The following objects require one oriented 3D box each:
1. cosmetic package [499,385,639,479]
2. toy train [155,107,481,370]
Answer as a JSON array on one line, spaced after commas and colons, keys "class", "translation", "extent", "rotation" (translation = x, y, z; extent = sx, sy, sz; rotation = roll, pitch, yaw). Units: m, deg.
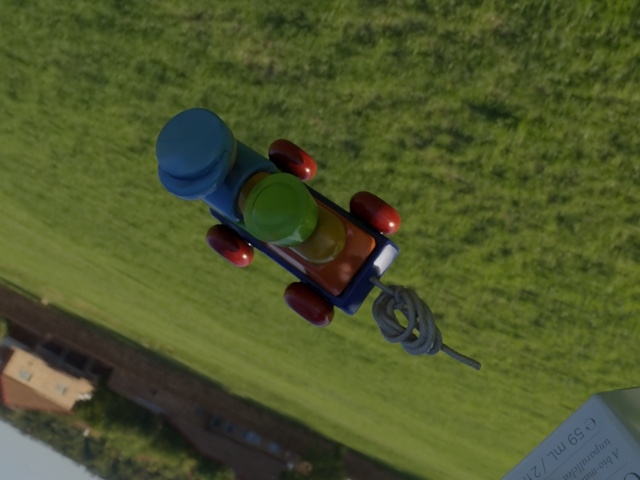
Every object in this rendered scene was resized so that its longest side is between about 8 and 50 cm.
[{"class": "cosmetic package", "translation": [0.192, 0.247, 0.576], "extent": [0.138, 0.224, 0.225], "rotation": [5, -139, -52]}, {"class": "toy train", "translation": [0.000, 0.000, 0.641], "extent": [0.248, 0.105, 0.143], "rotation": [35, 178, 29]}]
